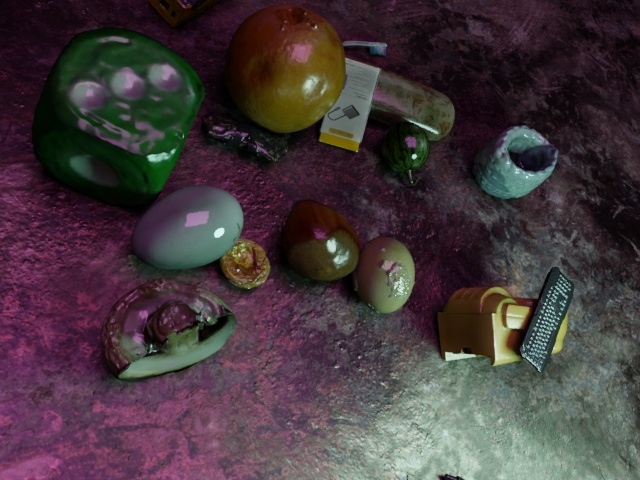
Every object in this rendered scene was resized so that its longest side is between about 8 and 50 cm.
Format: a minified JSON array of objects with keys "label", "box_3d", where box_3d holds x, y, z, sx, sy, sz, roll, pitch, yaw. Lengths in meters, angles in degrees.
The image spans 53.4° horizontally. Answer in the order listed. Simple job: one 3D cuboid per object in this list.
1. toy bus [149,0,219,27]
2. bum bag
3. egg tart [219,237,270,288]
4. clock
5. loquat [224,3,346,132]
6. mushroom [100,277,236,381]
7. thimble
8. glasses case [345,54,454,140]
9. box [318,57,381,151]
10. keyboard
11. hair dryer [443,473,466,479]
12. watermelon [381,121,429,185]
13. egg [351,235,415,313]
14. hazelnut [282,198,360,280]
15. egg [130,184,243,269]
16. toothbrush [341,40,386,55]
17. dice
[{"label":"toy bus","box_3d":[-0.322,-0.743,1.804,0.144,0.152,0.330,47,58,-4]},{"label":"bum bag","box_3d":[-0.199,-0.274,1.682,0.248,0.069,0.102,16,25,-16]},{"label":"egg tart","box_3d":[-0.182,0.059,1.541,0.130,0.052,0.130,10,61,-19]},{"label":"clock","box_3d":[0.496,0.225,1.676,0.317,0.244,0.200,5,85,-28]},{"label":"loquat","box_3d":[-0.091,-0.447,1.665,0.329,0.328,0.328,10,62,-20]},{"label":"mushroom","box_3d":[-0.327,0.177,1.346,0.267,0.189,0.164,-31,66,-9]},{"label":"thimble","box_3d":[0.610,-0.247,1.986,0.250,0.172,0.204,-14,71,-28]},{"label":"glasses case","box_3d":[0.214,-0.430,1.931,0.425,0.098,0.156,18,71,-17]},{"label":"box","box_3d":[0.079,-0.390,1.826,0.129,0.033,0.247,14,96,-15]},{"label":"keyboard","box_3d":[0.559,0.190,1.564,0.106,0.016,0.262,40,64,-20]},{"label":"hair dryer","box_3d":[0.412,0.617,1.554,0.248,0.070,0.114,28,58,0]},{"label":"watermelon","box_3d":[0.250,-0.250,1.840,0.141,0.141,0.187,-5,75,-27]},{"label":"egg","box_3d":[0.164,0.088,1.627,0.164,0.164,0.201,12,65,-20]},{"label":"hazelnut","box_3d":[-0.008,0.006,1.585,0.210,0.210,0.186,26,82,-12]},{"label":"egg","box_3d":[-0.300,-0.027,1.450,0.264,0.183,0.183,-25,78,-26]},{"label":"toothbrush","box_3d":[0.028,-0.600,1.962,0.418,0.042,0.040,-6,101,-28]},{"label":"dice","box_3d":[-0.449,-0.269,1.434,0.297,0.287,0.300,22,60,-13]}]
